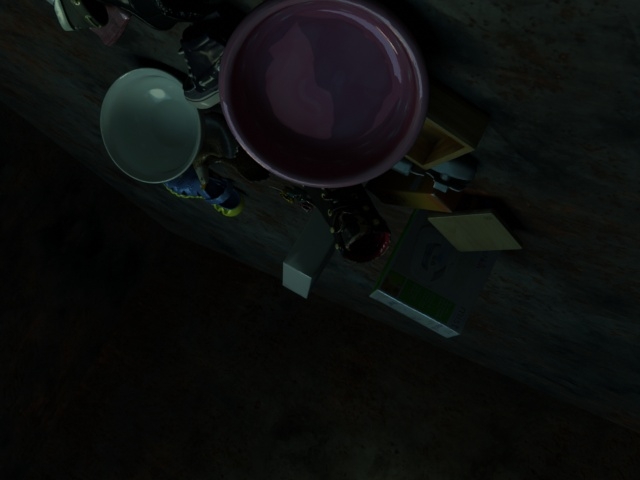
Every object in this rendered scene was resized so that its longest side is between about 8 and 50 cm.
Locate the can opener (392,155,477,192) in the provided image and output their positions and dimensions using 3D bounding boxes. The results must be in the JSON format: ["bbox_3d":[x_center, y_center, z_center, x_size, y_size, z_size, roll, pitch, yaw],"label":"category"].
[{"bbox_3d":[0.183,-0.187,1.535,0.284,0.076,0.095,27,135,10],"label":"can opener"}]

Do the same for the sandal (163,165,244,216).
[{"bbox_3d":[-0.418,-0.199,2.661,0.318,0.126,0.138,20,164,2],"label":"sandal"}]

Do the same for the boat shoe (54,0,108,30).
[{"bbox_3d":[-0.501,-0.537,1.505,0.091,0.109,0.305,1,156,-1],"label":"boat shoe"}]

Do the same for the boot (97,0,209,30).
[{"bbox_3d":[-0.340,-0.477,1.389,0.247,0.094,0.207,28,173,-29],"label":"boot"}]

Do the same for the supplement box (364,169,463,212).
[{"bbox_3d":[0.208,-0.120,1.682,0.078,0.080,0.233,38,163,-34],"label":"supplement box"}]

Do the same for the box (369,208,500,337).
[{"bbox_3d":[0.286,0.073,1.855,0.231,0.261,0.127,29,167,1],"label":"box"}]

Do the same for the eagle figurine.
[{"bbox_3d":[-0.310,-0.251,2.142,0.299,0.225,0.226,-10,-165,23],"label":"eagle figurine"}]

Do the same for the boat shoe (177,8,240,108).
[{"bbox_3d":[-0.229,-0.373,1.523,0.158,0.127,0.341,33,158,-30],"label":"boat shoe"}]

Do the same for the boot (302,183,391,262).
[{"bbox_3d":[0.025,-0.115,1.663,0.284,0.138,0.377,61,-175,23],"label":"boot"}]

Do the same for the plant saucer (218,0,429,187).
[{"bbox_3d":[0.007,-0.246,1.203,0.332,0.332,0.084,31,-148,-13],"label":"plant saucer"}]

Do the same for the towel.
[{"bbox_3d":[-0.590,-0.573,1.697,0.329,0.037,0.237,33,166,-19],"label":"towel"}]

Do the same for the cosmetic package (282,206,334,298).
[{"bbox_3d":[0.000,0.000,2.133,0.098,0.284,0.377,28,167,3],"label":"cosmetic package"}]

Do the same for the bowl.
[{"bbox_3d":[-0.414,-0.303,1.970,0.298,0.297,0.134,25,-162,14],"label":"bowl"}]

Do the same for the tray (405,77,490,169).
[{"bbox_3d":[0.078,-0.279,1.338,0.411,0.076,0.203,30,167,-12],"label":"tray"}]

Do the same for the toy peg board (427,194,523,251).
[{"bbox_3d":[0.355,-0.049,1.695,0.161,0.079,0.161,-4,149,39],"label":"toy peg board"}]

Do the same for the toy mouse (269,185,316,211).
[{"bbox_3d":[-0.058,-0.128,2.329,0.143,0.031,0.161,17,163,44],"label":"toy mouse"}]
